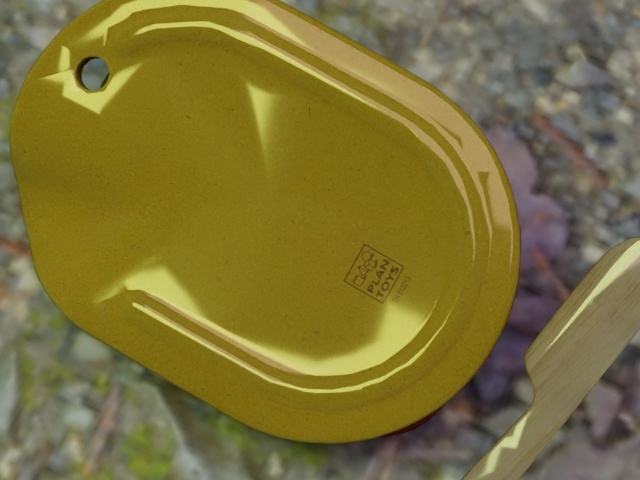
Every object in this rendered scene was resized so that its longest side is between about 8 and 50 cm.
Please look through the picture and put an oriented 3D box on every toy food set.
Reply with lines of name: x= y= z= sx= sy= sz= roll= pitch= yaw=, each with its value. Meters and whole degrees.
toy food set: x=0.000 y=0.000 z=0.630 sx=0.218 sy=0.071 sz=0.128 roll=31 pitch=94 yaw=7
